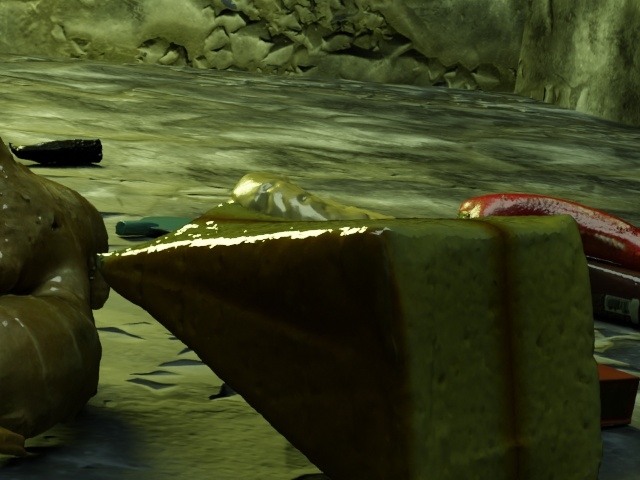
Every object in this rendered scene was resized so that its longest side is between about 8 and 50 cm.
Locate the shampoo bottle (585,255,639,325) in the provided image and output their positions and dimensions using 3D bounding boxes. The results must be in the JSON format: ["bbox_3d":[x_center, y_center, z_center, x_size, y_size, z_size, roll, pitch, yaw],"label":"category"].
[{"bbox_3d":[0.275,0.045,2.154,0.236,0.068,0.067,15,12,24],"label":"shampoo bottle"}]

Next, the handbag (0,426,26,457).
[{"bbox_3d":[-0.407,0.117,1.130,0.401,0.133,0.283,11,6,16],"label":"handbag"}]

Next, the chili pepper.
[{"bbox_3d":[0.308,-0.002,2.374,0.368,0.092,0.137,7,21,8],"label":"chili pepper"}]

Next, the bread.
[{"bbox_3d":[0.008,0.090,1.461,0.361,0.245,0.233,-1,2,45],"label":"bread"}]

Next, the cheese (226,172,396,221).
[{"bbox_3d":[0.000,0.000,2.069,0.214,0.117,0.226,18,9,19],"label":"cheese"}]

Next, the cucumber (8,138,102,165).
[{"bbox_3d":[-0.379,-0.123,2.655,0.163,0.043,0.039,-7,60,-45],"label":"cucumber"}]

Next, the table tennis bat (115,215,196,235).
[{"bbox_3d":[-0.181,-0.015,2.266,0.155,0.019,0.100,-1,14,-45],"label":"table tennis bat"}]

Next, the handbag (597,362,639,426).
[{"bbox_3d":[0.175,0.127,1.659,0.190,0.063,0.127,1,12,-43],"label":"handbag"}]

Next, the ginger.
[{"bbox_3d":[-0.236,0.017,1.518,0.363,0.122,0.348,59,10,25],"label":"ginger"}]
